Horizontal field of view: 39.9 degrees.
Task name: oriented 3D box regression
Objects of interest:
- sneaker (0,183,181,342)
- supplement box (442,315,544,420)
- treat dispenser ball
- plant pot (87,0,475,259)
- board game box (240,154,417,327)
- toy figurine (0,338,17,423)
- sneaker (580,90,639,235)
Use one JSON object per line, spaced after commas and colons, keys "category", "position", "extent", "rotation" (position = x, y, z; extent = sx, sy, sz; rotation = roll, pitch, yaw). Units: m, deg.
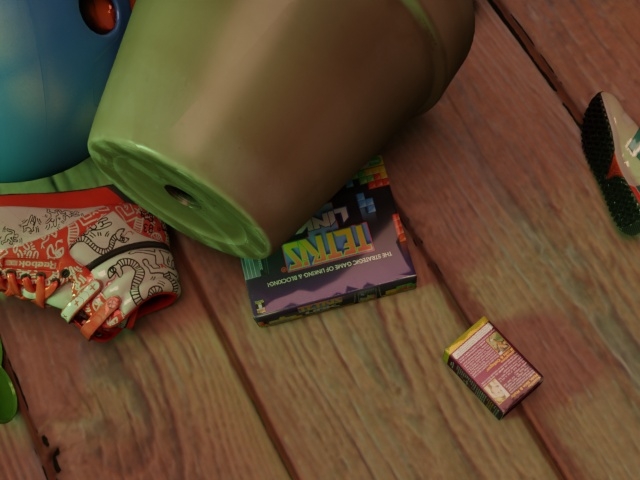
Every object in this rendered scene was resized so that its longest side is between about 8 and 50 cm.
{"category": "sneaker", "position": [-0.267, 0.033, 0.855], "extent": [0.270, 0.090, 0.145], "rotation": [-12, 71, -33]}
{"category": "supplement box", "position": [0.167, 0.124, 0.857], "extent": [0.055, 0.043, 0.083], "rotation": [-38, 71, -10]}
{"category": "treat dispenser ball", "position": [-0.321, -0.201, 0.882], "extent": [0.288, 0.288, 0.288], "rotation": [-1, 70, 4]}
{"category": "plant pot", "position": [-0.059, -0.146, 0.820], "extent": [0.323, 0.323, 0.280], "rotation": [25, 73, 13]}
{"category": "board game box", "position": [0.000, 0.000, 0.913], "extent": [0.170, 0.048, 0.141], "rotation": [-15, 68, -1]}
{"category": "toy figurine", "position": [-0.414, 0.137, 0.880], "extent": [0.159, 0.130, 0.173], "rotation": [-27, 95, 9]}
{"category": "sneaker", "position": [0.331, -0.083, 0.922], "extent": [0.075, 0.057, 0.161], "rotation": [-7, 67, -16]}
